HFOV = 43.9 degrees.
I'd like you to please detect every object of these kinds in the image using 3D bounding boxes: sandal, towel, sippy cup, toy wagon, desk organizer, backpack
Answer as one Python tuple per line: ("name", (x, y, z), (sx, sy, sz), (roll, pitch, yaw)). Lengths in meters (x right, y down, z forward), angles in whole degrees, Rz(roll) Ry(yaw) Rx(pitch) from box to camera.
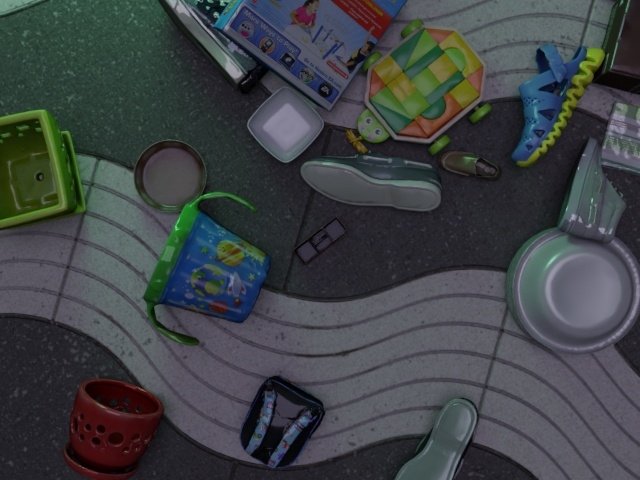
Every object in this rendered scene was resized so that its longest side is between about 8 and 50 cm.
("sandal", (0.496, -0.309, 1.760), (0.138, 0.126, 0.317), (29, 80, 4))
("towel", (0.699, -0.230, 1.793), (0.113, 0.023, 0.151), (15, 89, 2))
("sippy cup", (-0.236, 0.066, 1.733), (0.224, 0.240, 0.305), (23, 128, -8))
("toy wagon", (0.207, -0.322, 1.791), (0.344, 0.068, 0.267), (-39, 87, 1))
("desk organizer", (0.000, 0.000, 1.799), (0.130, 0.050, 0.047), (-38, 87, 1))
("backpack", (-0.090, 0.406, 1.759), (0.158, 0.117, 0.173), (28, 89, 2))

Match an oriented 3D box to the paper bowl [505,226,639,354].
("paper bowl", (0.556, 0.107, 1.729), (0.284, 0.148, 0.284), (0, 89, 1))

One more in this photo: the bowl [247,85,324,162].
("bowl", (-0.078, -0.259, 1.808), (0.142, 0.053, 0.142), (-45, 87, 0))

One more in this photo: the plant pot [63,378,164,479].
("plant pot", (-0.458, 0.418, 1.743), (0.191, 0.191, 0.174), (19, 98, 3))

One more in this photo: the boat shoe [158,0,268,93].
("boat shoe", (-0.228, -0.504, 1.796), (0.158, 0.127, 0.340), (-42, 95, -6))

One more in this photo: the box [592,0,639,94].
("box", (0.819, -0.398, 1.737), (0.382, 0.143, 0.191), (16, 90, 1))

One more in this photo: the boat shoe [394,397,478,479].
("boat shoe", (0.261, 0.488, 1.757), (0.114, 0.091, 0.302), (36, 92, 22))

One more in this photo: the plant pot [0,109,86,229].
("plant pot", (-0.651, -0.141, 1.750), (0.228, 0.207, 0.227), (-13, 88, 2))

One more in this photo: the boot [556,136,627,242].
("boot", (0.602, -0.105, 1.722), (0.123, 0.095, 0.258), (21, 62, 7))

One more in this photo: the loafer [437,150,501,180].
("loafer", (0.339, -0.172, 1.791), (0.148, 0.050, 0.056), (11, 89, 2))

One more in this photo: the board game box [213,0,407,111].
("board game box", (-0.019, -0.492, 1.717), (0.308, 0.086, 0.302), (33, 94, -28))

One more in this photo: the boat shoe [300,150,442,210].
("boat shoe", (0.117, -0.146, 1.790), (0.320, 0.116, 0.099), (11, 53, 7))

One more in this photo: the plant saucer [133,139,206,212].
("plant saucer", (-0.344, -0.147, 1.827), (0.169, 0.029, 0.168), (0, 89, 2))
